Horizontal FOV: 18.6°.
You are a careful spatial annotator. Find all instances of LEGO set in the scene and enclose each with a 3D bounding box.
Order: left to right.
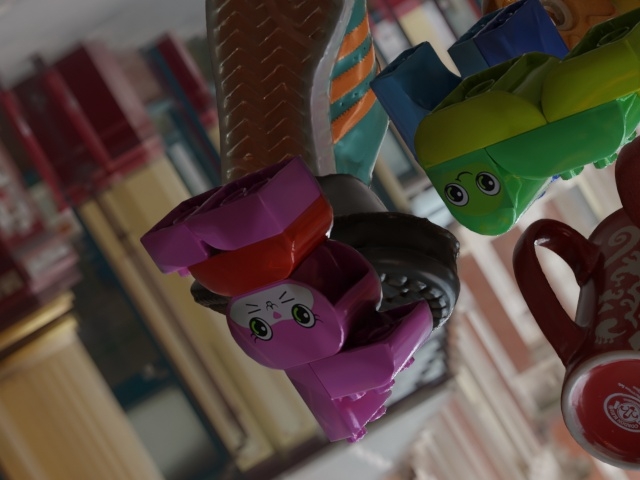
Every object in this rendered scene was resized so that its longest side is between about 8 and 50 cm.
[{"bbox_3d":[0.077,-0.011,0.446,0.227,0.093,0.087,-19,-161,46],"label":"LEGO set"}]

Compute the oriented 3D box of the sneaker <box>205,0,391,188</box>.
[{"bbox_3d":[-0.010,-0.127,1.390,0.108,0.302,0.121,10,-162,22],"label":"sneaker"}]

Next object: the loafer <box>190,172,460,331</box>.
[{"bbox_3d":[0.000,0.000,0.954,0.220,0.080,0.078,-4,-116,62],"label":"loafer"}]

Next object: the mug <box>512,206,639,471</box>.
[{"bbox_3d":[0.194,0.062,1.260,0.150,0.113,0.169,4,-148,14],"label":"mug"}]

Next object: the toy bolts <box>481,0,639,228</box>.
[{"bbox_3d":[0.236,-0.129,1.226,0.218,0.228,0.158,6,149,-27],"label":"toy bolts"}]
